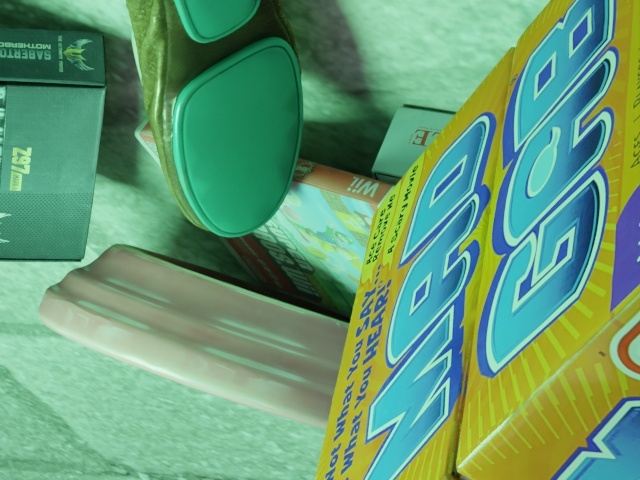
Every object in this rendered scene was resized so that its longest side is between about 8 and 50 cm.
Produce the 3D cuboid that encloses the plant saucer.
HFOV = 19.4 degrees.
[{"bbox_3d":[-0.065,0.078,1.550,0.332,0.084,0.332,18,180,0],"label":"plant saucer"}]

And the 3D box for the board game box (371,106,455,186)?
[{"bbox_3d":[0.222,0.038,1.406,0.319,0.066,0.318,11,151,20],"label":"board game box"}]

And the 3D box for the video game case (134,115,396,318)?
[{"bbox_3d":[0.000,0.000,1.439,0.285,0.025,0.204,18,154,45],"label":"video game case"}]

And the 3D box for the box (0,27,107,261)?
[{"bbox_3d":[-0.266,-0.070,1.455,0.183,0.059,0.232,1,145,-13],"label":"box"}]

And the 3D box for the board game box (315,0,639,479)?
[{"bbox_3d":[0.241,0.075,1.046,0.356,0.356,0.356,28,131,-13],"label":"board game box"}]

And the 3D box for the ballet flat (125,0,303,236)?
[{"bbox_3d":[-0.088,-0.149,1.243,0.124,0.116,0.342,50,163,35],"label":"ballet flat"}]
